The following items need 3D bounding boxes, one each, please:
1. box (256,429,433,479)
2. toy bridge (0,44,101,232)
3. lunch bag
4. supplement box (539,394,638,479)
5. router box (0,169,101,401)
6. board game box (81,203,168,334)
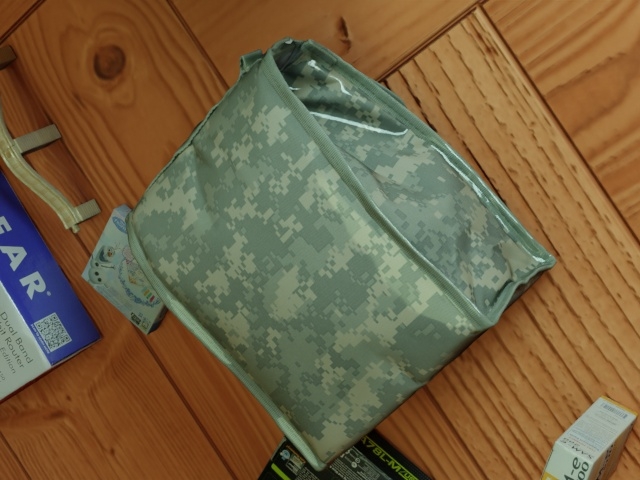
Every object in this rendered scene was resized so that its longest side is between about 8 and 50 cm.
[{"bbox_3d":[0.026,0.262,1.515,0.190,0.045,0.184,39,127,14],"label":"box"},{"bbox_3d":[-0.273,-0.090,1.562,0.026,0.063,0.188,-28,91,37],"label":"toy bridge"},{"bbox_3d":[0.000,0.000,1.355,0.287,0.169,0.235,47,126,4],"label":"lunch bag"},{"bbox_3d":[0.212,0.173,1.325,0.036,0.098,0.062,28,121,21],"label":"supplement box"},{"bbox_3d":[-0.419,0.029,1.690,0.301,0.082,0.335,-32,89,37],"label":"router box"},{"bbox_3d":[-0.174,0.027,1.569,0.090,0.020,0.090,40,125,14],"label":"board game box"}]
